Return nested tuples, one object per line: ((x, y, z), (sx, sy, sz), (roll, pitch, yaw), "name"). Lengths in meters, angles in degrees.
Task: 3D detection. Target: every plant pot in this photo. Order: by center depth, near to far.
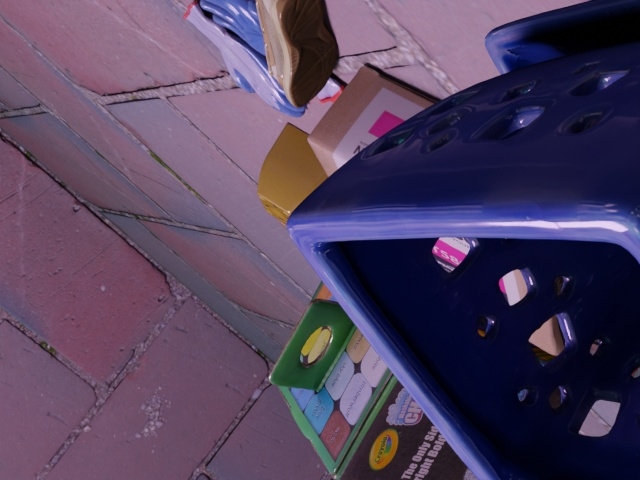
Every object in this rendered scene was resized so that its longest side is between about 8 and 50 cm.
((0.166, 0.003, 0.562), (0.236, 0.212, 0.236), (-3, 131, 54), "plant pot")
((-0.022, -0.060, 1.218), (0.081, 0.083, 0.081), (31, 165, 23), "plant pot")

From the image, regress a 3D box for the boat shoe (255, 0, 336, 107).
((-0.025, -0.168, 0.931), (0.048, 0.056, 0.153), (43, 168, 23), "boat shoe")

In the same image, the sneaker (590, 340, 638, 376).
((0.269, 0.096, 1.040), (0.065, 0.061, 0.158), (42, 167, 10), "sneaker")

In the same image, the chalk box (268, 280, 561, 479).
((0.081, 0.124, 1.081), (0.289, 0.180, 0.179), (22, -164, -30), "chalk box")

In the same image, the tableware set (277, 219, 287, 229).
((0.000, 0.000, 1.507), (0.168, 0.020, 0.141), (22, 160, 48), "tableware set")

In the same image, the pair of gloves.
((-0.061, -0.176, 1.062), (0.159, 0.023, 0.198), (41, 166, -14), "pair of gloves")

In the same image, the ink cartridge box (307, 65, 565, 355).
((0.121, -0.023, 0.958), (0.234, 0.088, 0.193), (32, 167, 29), "ink cartridge box")
